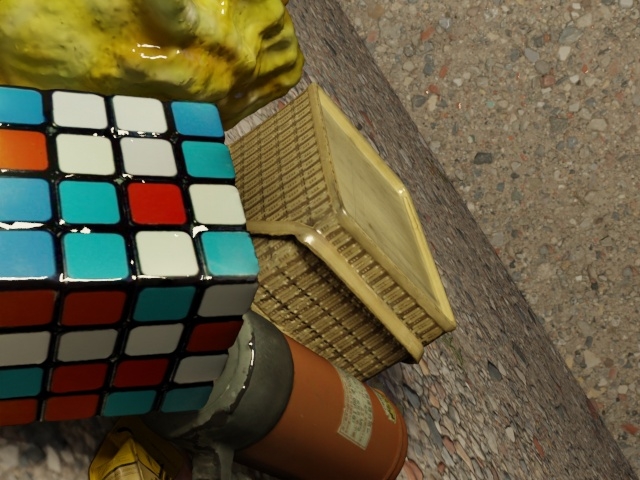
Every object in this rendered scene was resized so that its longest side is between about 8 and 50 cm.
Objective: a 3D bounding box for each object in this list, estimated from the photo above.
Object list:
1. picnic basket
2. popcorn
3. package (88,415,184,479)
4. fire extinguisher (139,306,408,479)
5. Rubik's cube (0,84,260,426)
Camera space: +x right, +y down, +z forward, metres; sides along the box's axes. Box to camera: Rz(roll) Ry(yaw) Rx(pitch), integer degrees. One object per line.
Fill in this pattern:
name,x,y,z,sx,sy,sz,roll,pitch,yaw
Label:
picnic basket,0.000,0.000,0.955,0.228,0.175,0.312,46,19,-31
popcorn,-0.160,-0.160,0.653,0.321,0.290,0.325,49,50,-37
package,-0.121,0.174,0.571,0.071,0.047,0.131,53,-6,-23
fire extinguisher,-0.018,0.191,0.738,0.376,0.113,0.200,39,67,-52
Rubik's cube,-0.140,0.011,0.530,0.151,0.155,0.154,-1,52,-23
